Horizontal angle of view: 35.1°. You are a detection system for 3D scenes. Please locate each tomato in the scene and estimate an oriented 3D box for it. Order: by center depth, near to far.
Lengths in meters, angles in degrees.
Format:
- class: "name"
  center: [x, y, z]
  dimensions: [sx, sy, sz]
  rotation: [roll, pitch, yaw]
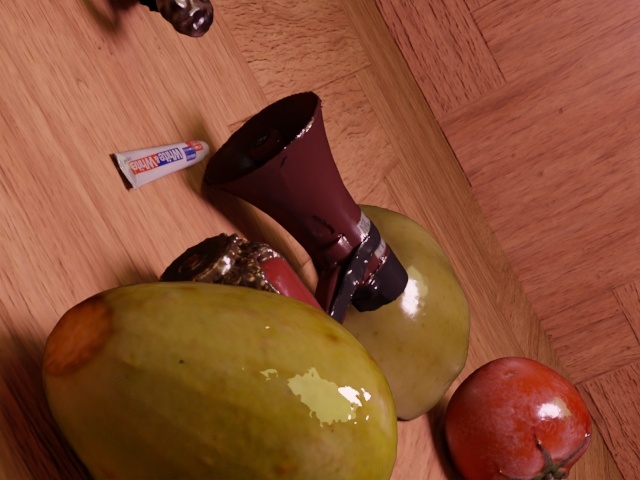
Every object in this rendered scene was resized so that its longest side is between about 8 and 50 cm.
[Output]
- class: "tomato"
  center: [0.350, 0.334, 1.834]
  dimensions: [0.265, 0.265, 0.265]
  rotation: [52, 21, -31]

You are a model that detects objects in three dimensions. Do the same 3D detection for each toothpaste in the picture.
- class: "toothpaste"
  center: [-0.200, -0.103, 1.304]
  dimensions: [0.052, 0.033, 0.218]
  rotation: [59, 23, -1]

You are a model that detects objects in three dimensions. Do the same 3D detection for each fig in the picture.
- class: "fig"
  center: [-0.095, 0.151, 0.910]
  dimensions: [0.326, 0.258, 0.258]
  rotation: [33, 31, -26]

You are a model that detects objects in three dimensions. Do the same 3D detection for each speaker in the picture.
- class: "speaker"
  center: [0.011, -0.021, 1.421]
  dimensions: [0.329, 0.198, 0.259]
  rotation: [51, 3, -19]

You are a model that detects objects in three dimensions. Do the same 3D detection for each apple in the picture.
- class: "apple"
  center: [0.114, 0.121, 1.757]
  dimensions: [0.360, 0.311, 0.320]
  rotation: [36, 77, -52]

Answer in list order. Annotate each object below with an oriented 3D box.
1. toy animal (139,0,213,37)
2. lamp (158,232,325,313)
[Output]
- class: "toy animal"
  center: [-0.258, -0.437, 1.337]
  dimensions: [0.344, 0.194, 0.303]
  rotation: [40, 24, -39]
- class: "lamp"
  center: [-0.070, 0.123, 1.139]
  dimensions: [0.274, 0.177, 0.177]
  rotation: [54, 21, -26]
